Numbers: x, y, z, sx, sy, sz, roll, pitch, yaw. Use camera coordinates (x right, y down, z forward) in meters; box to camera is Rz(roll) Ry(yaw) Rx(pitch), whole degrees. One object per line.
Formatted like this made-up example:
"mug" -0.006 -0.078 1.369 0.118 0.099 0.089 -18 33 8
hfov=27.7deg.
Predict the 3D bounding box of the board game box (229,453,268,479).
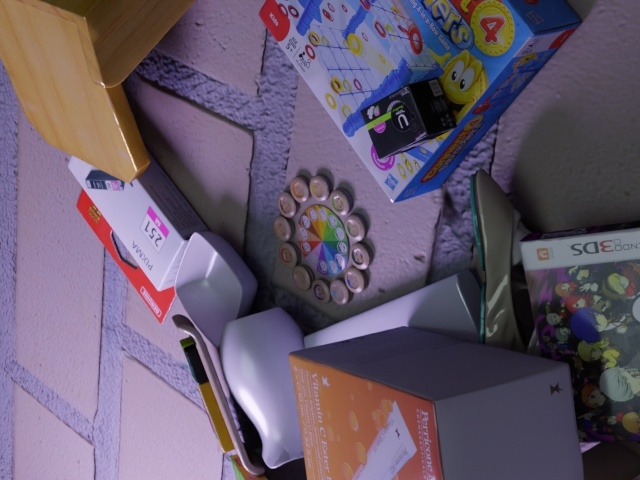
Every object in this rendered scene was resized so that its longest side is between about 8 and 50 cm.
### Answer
"board game box" -0.091 0.389 1.905 0.259 0.039 0.124 180 73 -77

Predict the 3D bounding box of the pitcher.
"pitcher" -0.069 0.204 1.831 0.178 0.125 0.207 150 103 -80

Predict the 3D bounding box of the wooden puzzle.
"wooden puzzle" -0.158 0.223 1.889 0.238 0.044 0.221 65 172 -5

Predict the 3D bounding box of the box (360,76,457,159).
"box" 0.096 -0.134 1.425 0.083 0.052 0.062 -25 85 48

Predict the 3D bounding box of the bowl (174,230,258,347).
"bowl" -0.146 0.067 1.896 0.142 0.053 0.142 50 136 29

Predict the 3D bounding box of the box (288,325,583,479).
"box" 0.121 0.232 1.444 0.345 0.168 0.215 7 106 64

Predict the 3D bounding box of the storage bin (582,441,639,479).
"storage bin" 0.359 0.392 1.423 0.260 0.123 0.262 32 126 36

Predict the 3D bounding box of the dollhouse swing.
"dollhouse swing" -0.313 -0.318 1.894 0.347 0.315 0.305 24 158 40

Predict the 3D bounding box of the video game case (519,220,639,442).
"video game case" 0.330 0.095 1.353 0.210 0.042 0.232 -7 100 29

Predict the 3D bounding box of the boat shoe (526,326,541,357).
"boat shoe" 0.263 0.153 1.466 0.079 0.084 0.233 -98 14 -76

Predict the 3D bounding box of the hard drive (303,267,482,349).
"hard drive" 0.119 0.179 1.664 0.319 0.040 0.210 -27 84 49

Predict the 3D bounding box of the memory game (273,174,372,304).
"memory game" 0.000 0.000 1.747 0.186 0.012 0.186 21 120 41

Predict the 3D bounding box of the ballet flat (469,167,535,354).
"ballet flat" 0.216 0.039 1.482 0.086 0.086 0.248 10 110 45

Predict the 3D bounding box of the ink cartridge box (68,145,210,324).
"ink cartridge box" -0.305 -0.030 2.034 0.275 0.060 0.239 51 134 21

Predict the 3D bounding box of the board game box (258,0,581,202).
"board game box" 0.098 -0.255 1.483 0.308 0.086 0.302 55 137 17
